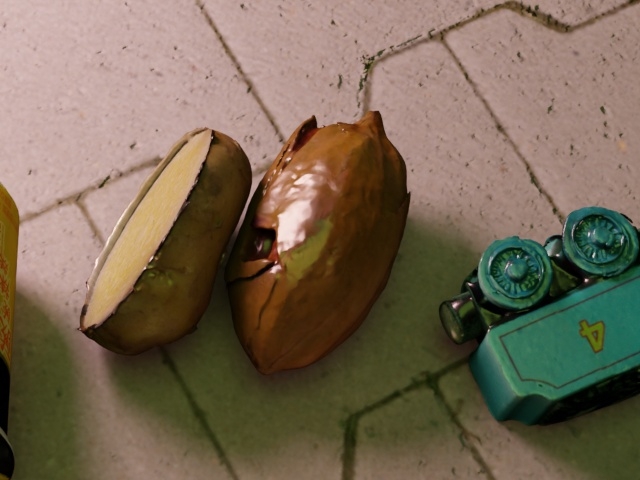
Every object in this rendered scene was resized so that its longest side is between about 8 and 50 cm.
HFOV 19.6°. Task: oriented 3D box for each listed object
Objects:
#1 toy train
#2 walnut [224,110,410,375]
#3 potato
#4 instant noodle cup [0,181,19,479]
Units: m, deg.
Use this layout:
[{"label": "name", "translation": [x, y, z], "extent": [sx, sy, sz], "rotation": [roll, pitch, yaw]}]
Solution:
[{"label": "toy train", "translation": [0.204, 0.062, 1.515], "extent": [0.198, 0.107, 0.154], "rotation": [-20, 75, -13]}, {"label": "walnut", "translation": [0.000, 0.000, 1.517], "extent": [0.137, 0.137, 0.245], "rotation": [26, 68, 8]}, {"label": "potato", "translation": [-0.113, 0.007, 1.500], "extent": [0.081, 0.164, 0.200], "rotation": [31, 70, -19]}, {"label": "instant noodle cup", "translation": [-0.323, 0.065, 1.428], "extent": [0.216, 0.215, 0.236], "rotation": [6, 55, -2]}]
